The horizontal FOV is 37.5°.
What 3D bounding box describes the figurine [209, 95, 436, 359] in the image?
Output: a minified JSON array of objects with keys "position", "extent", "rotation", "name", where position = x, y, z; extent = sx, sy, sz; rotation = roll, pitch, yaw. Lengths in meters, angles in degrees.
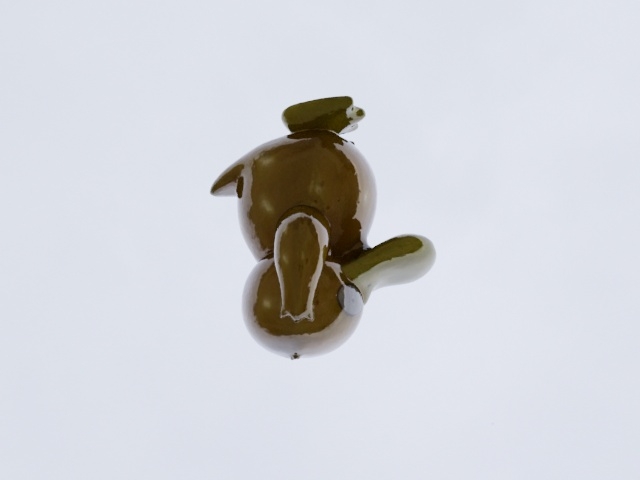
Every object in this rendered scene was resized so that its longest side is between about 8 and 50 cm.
[{"position":[-0.007,-0.006,0.940],"extent":[0.215,0.215,0.228],"rotation":[-29,-110,4],"name":"figurine"}]
